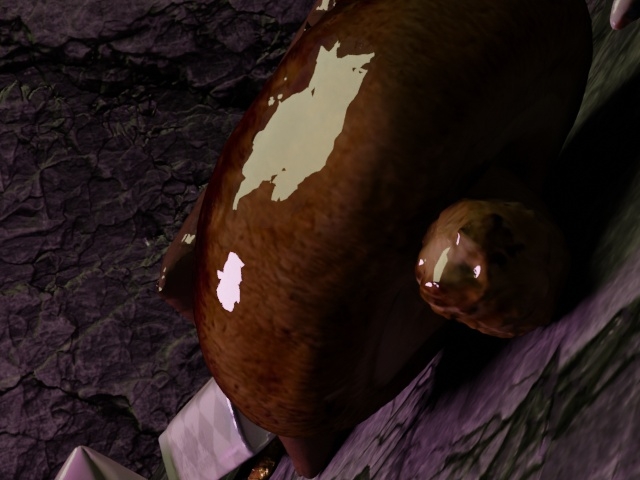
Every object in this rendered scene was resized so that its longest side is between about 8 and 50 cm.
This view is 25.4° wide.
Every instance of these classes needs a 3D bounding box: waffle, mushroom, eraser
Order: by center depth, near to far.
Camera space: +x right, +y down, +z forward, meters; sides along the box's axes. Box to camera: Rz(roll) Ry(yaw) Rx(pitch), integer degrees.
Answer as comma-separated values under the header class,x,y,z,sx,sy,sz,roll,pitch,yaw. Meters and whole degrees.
class,x,y,z,sx,sy,sz,roll,pitch,yaw
mushroom,0.053,-0.038,0.931,0.345,0.239,0.345,-34,-3,-2
waffle,-0.056,0.228,1.472,0.078,0.016,0.085,-58,3,46
eraser,-0.073,0.162,1.531,0.213,0.082,0.397,-45,-1,-23

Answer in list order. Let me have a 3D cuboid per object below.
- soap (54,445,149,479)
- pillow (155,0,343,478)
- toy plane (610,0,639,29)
class,x,y,z,sx,sy,sz,roll,pitch,yaw
soap,-0.241,0.345,1.623,0.138,0.182,0.199,-61,5,-24
pillow,0.000,0.000,1.162,0.305,0.108,0.308,-61,-35,-24
toy plane,0.260,-0.243,0.747,0.326,0.104,0.223,-62,4,6
